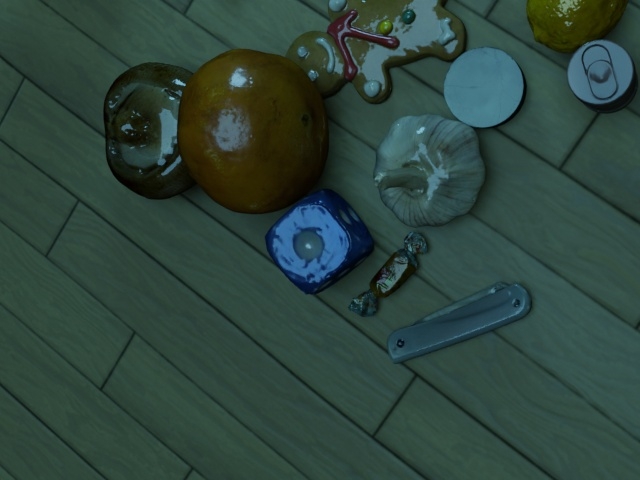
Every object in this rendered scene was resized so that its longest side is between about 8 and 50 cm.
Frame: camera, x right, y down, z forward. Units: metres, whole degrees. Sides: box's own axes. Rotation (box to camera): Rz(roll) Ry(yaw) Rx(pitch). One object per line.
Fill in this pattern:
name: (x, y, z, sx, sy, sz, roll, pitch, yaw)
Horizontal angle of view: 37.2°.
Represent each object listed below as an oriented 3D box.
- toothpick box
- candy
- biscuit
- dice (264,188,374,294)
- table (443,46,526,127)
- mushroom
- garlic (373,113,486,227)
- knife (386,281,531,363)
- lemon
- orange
toothpick box: (0.440, -0.251, 1.477, 0.098, 0.149, 0.098, 1, 92, 21)
candy: (0.123, 0.064, 1.666, 0.053, 0.046, 0.182, 45, 101, 17)
biscuit: (0.084, -0.349, 1.663, 0.339, 0.047, 0.216, -17, 85, 20)
dice: (0.000, 0.000, 1.655, 0.146, 0.146, 0.143, -40, 81, 17)
table: (0.277, -0.255, 1.595, 0.133, 0.043, 0.133, 1, 93, 20)
mushroom: (-0.294, -0.203, 1.753, 0.253, 0.153, 0.253, 1, 91, 23)
garlic: (0.153, -0.117, 1.550, 0.199, 0.226, 0.199, 3, 97, 31)
knife: (0.234, 0.140, 1.631, 0.265, 0.040, 0.073, -25, 72, 20)
lemon: (0.406, -0.377, 1.489, 0.187, 0.142, 0.142, -37, 79, 5)
orange: (-0.111, -0.186, 1.614, 0.226, 0.284, 0.284, -9, 89, 34)
